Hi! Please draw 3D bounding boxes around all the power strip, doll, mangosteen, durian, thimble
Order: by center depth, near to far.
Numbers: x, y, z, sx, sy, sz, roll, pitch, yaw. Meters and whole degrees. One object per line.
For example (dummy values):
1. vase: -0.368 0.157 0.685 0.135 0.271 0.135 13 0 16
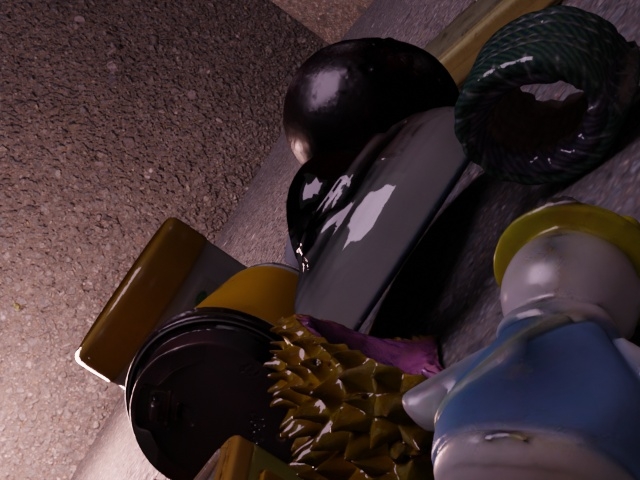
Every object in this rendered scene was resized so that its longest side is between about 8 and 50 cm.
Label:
1. doll: 0.122 0.064 0.461 0.135 0.098 0.241 -43 14 45
2. durian: 0.034 0.140 0.613 0.260 0.153 0.187 136 141 -77
3. thimble: 0.173 -0.113 0.706 0.135 0.118 0.090 -45 16 54
4. mangosteen: 0.059 -0.111 1.067 0.211 0.211 0.250 -167 80 -79
5. power strip: 0.209 -0.267 1.181 0.387 0.066 0.092 -36 24 56

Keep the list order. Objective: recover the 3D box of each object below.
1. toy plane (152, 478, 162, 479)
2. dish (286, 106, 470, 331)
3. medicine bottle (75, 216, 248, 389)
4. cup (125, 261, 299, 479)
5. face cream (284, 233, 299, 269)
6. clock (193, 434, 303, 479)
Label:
1. toy plane: -0.141 0.274 1.106 0.189 0.061 0.130 -39 18 44
2. dish: 0.034 -0.029 0.853 0.273 0.133 0.273 -56 -4 -7
3. medicine bottle: -0.181 0.125 1.262 0.238 0.231 0.238 -53 10 13
4. cup: -0.077 0.129 0.956 0.196 0.196 0.280 -52 2 20
5. face cream: 0.000 0.000 1.219 0.095 0.091 0.091 -63 11 -1
6. clock: -0.085 0.274 0.758 0.143 0.096 0.202 -55 9 21
